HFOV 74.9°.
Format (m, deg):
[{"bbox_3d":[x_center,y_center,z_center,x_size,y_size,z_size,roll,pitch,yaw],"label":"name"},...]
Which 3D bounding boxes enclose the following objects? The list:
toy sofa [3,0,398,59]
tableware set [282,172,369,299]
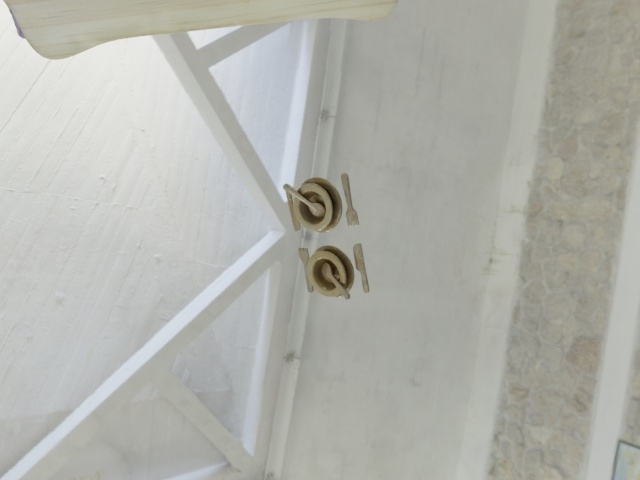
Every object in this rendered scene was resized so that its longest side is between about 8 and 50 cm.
[{"bbox_3d":[-0.100,-0.281,0.324,0.362,0.177,0.150,-10,-110,-5],"label":"toy sofa"},{"bbox_3d":[0.000,0.000,0.648,0.039,0.128,0.194,-21,-78,-50],"label":"tableware set"}]
